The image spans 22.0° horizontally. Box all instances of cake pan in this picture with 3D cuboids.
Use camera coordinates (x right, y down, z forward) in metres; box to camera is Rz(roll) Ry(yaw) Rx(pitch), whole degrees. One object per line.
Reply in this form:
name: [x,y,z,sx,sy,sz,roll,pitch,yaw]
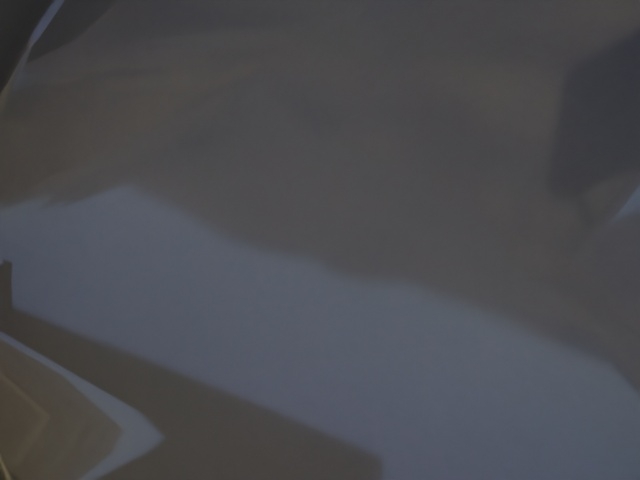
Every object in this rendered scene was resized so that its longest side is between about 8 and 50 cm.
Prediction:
cake pan: [0.000,0.000,0.433,0.293,0.293,0.054,29,-176,21]
